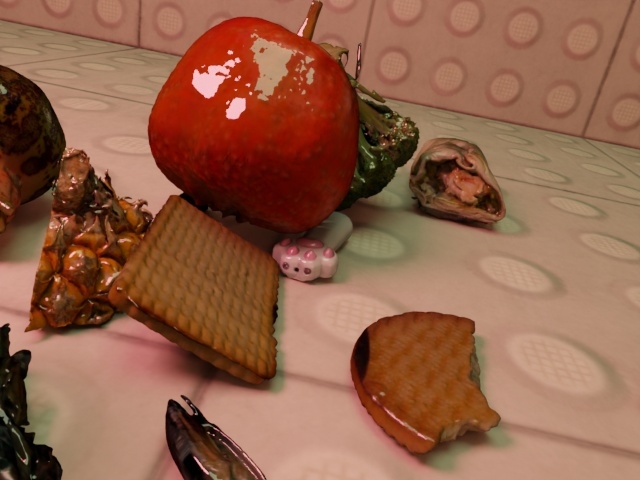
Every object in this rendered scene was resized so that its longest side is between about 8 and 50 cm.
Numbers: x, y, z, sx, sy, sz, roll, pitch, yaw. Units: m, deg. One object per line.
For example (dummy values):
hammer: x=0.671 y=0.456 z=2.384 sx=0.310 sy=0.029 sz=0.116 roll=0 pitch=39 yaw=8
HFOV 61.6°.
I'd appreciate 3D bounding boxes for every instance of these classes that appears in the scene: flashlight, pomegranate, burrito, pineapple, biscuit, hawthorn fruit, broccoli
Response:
flashlight: x=0.000 y=0.000 z=0.790 sx=0.093 sy=0.048 sz=0.200 roll=14 pitch=25 yaw=14
pomegranate: x=-0.444 y=-0.098 z=0.692 sx=0.221 sy=0.277 sz=0.204 roll=-20 pitch=-6 yaw=-17
burrito: x=0.284 y=-0.148 z=1.146 sx=0.190 sy=0.135 sz=0.332 roll=6 pitch=20 yaw=7
pineapple: x=-0.238 y=-0.024 z=0.613 sx=0.139 sy=0.164 sz=0.250 roll=10 pitch=18 yaw=-21
biscuit: x=0.120 y=0.136 z=0.563 sx=0.228 sy=0.031 sz=0.176 roll=-11 pitch=33 yaw=-43
hawthorn fruit: x=-0.068 y=-0.182 z=0.745 sx=0.287 sy=0.331 sz=0.287 roll=23 pitch=-1 yaw=1
broccoli: x=0.027 y=-0.204 z=0.968 sx=0.321 sy=0.284 sz=0.304 roll=23 pitch=51 yaw=34
biscuit: x=-0.121 y=0.044 z=0.590 sx=0.172 sy=0.029 sz=0.254 roll=35 pitch=18 yaw=-16

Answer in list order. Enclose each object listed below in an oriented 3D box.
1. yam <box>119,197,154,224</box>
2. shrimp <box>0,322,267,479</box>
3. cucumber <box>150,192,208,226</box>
yam: x=-0.295 y=-0.045 z=0.794 sx=0.129 sy=0.033 sz=0.027 roll=26 pitch=1 yaw=22
shrimp: x=-0.155 y=0.160 z=0.354 sx=0.233 sy=0.071 sz=0.365 roll=-1 pitch=25 yaw=-36
cucumber: x=-0.205 y=-0.048 z=0.810 sx=0.053 sy=0.053 sz=0.181 roll=14 pitch=25 yaw=6
